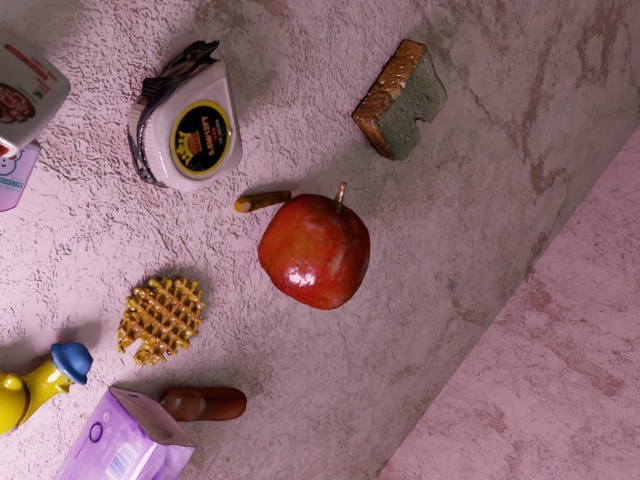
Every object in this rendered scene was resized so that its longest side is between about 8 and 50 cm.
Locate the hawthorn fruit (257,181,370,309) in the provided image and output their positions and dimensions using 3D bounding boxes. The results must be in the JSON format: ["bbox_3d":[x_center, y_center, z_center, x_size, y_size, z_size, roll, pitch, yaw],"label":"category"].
[{"bbox_3d":[0.000,0.000,1.571,0.287,0.287,0.330,0,120,-46],"label":"hawthorn fruit"}]

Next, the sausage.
[{"bbox_3d":[-0.319,0.442,1.684,0.300,0.083,0.089,19,105,-47],"label":"sausage"}]

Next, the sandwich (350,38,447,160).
[{"bbox_3d":[0.226,-0.372,1.732,0.273,0.095,0.249,-55,144,-6],"label":"sandwich"}]

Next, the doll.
[{"bbox_3d":[-0.625,0.312,1.255,0.363,0.145,0.199,-23,161,-46],"label":"doll"}]

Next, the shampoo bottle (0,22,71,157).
[{"bbox_3d":[-0.514,-0.194,0.960,0.153,0.071,0.284,43,46,-30],"label":"shampoo bottle"}]

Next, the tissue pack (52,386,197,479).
[{"bbox_3d":[-0.477,0.556,1.464,0.160,0.242,0.338,29,92,-51],"label":"tissue pack"}]

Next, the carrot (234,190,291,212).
[{"bbox_3d":[-0.141,-0.099,1.562,0.171,0.042,0.042,-15,124,-42],"label":"carrot"}]

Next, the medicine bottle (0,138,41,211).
[{"bbox_3d":[-0.572,-0.108,1.059,0.119,0.094,0.188,18,99,-48],"label":"medicine bottle"}]

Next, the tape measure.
[{"bbox_3d":[-0.287,-0.243,1.252,0.231,0.133,0.271,-34,134,-38],"label":"tape measure"}]

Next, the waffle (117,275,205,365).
[{"bbox_3d":[-0.378,0.190,1.486,0.229,0.051,0.231,-6,117,-44],"label":"waffle"}]
